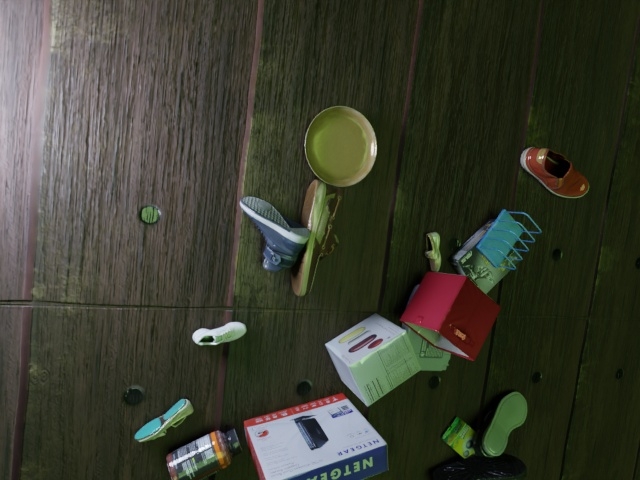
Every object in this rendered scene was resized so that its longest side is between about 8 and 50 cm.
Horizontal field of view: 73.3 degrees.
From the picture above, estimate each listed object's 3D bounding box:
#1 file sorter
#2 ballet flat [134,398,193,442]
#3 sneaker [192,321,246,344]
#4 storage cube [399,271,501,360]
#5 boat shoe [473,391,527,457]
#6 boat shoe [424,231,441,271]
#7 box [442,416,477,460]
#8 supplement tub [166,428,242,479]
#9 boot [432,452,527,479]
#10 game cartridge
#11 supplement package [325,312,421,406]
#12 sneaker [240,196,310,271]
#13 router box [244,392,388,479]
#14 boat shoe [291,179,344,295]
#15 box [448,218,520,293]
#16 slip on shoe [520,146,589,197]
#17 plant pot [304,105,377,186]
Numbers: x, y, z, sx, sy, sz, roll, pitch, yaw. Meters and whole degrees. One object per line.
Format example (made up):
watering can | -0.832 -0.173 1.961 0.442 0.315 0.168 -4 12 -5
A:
file sorter | 0.643 -0.001 1.459 0.118 0.104 0.170 41 81 -20
ballet flat | -0.431 0.513 1.199 0.168 0.057 0.053 -34 117 -14
sneaker | -0.282 0.272 1.222 0.152 0.061 0.054 -10 98 -21
storage cube | 0.403 0.230 1.350 0.183 0.215 0.193 38 76 -20
boat shoe | 0.672 0.686 1.619 0.302 0.091 0.114 -28 73 -34
boat shoe | 0.376 0.040 1.455 0.045 0.050 0.136 -2 88 -17
box | 0.538 0.748 1.608 0.179 0.043 0.105 44 80 -19
supplement tub | -0.325 0.614 1.224 0.197 0.106 0.106 -20 103 -18
boot | 0.584 0.935 1.571 0.347 0.131 0.261 -13 103 4
game cartridge | 0.374 0.301 1.483 0.195 0.060 0.295 8 94 -25
supplement package | 0.158 0.358 1.330 0.203 0.194 0.149 -28 105 -16
sneaker | -0.154 -0.010 1.221 0.226 0.086 0.164 35 125 13
router box | -0.023 0.582 1.232 0.335 0.301 0.082 -8 100 -20
boat shoe | 0.000 0.000 1.268 0.123 0.123 0.343 11 86 -21
box | 0.588 0.065 1.533 0.231 0.056 0.183 -40 108 -12
slip on shoe | 0.884 -0.246 1.585 0.331 0.101 0.123 24 86 -23
plant pot | 0.059 -0.281 1.299 0.236 0.032 0.237 -3 98 -21
